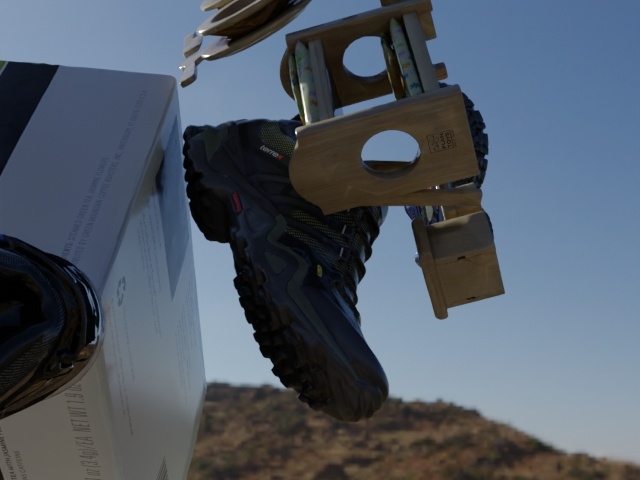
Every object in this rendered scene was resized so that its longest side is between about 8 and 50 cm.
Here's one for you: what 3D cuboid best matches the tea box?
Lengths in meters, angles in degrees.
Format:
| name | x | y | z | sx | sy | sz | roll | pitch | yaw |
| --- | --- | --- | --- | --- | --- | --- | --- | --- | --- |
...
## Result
| name | x | y | z | sx | sy | sz | roll | pitch | yaw |
| --- | --- | --- | --- | --- | --- | --- | --- | --- | --- |
| tea box | -0.263 | 0.063 | 0.750 | 0.323 | 0.220 | 0.329 | 5 | -47 | 5 |

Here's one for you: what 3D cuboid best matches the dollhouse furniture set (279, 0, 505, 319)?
| name | x | y | z | sx | sy | sz | roll | pitch | yaw |
| --- | --- | --- | --- | --- | --- | --- | --- | --- | --- |
| dollhouse furniture set | 0.038 | -0.064 | 0.683 | 0.101 | 0.182 | 0.161 | -15 | -51 | 6 |

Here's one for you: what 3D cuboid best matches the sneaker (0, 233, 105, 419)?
| name | x | y | z | sx | sy | sz | roll | pitch | yaw |
| --- | --- | --- | --- | --- | --- | --- | --- | --- | --- |
| sneaker | -0.180 | 0.049 | 0.348 | 0.217 | 0.079 | 0.121 | -23 | -5 | -11 |

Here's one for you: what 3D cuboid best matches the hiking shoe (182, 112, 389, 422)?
| name | x | y | z | sx | sy | sz | roll | pitch | yaw |
| --- | --- | --- | --- | --- | --- | --- | --- | --- | --- |
| hiking shoe | 0.000 | 0.000 | 0.647 | 0.114 | 0.227 | 0.086 | -20 | -32 | -17 |

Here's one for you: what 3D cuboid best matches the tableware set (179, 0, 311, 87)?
| name | x | y | z | sx | sy | sz | roll | pitch | yaw |
| --- | --- | --- | --- | --- | --- | --- | --- | --- | --- |
| tableware set | -0.050 | -0.171 | 0.745 | 0.128 | 0.039 | 0.194 | -30 | 20 | 5 |

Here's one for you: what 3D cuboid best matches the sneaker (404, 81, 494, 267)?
| name | x | y | z | sx | sy | sz | roll | pitch | yaw |
| --- | --- | --- | --- | --- | --- | --- | --- | --- | --- |
| sneaker | 0.125 | -0.057 | 1.142 | 0.087 | 0.221 | 0.083 | 3 | 12 | 39 |
